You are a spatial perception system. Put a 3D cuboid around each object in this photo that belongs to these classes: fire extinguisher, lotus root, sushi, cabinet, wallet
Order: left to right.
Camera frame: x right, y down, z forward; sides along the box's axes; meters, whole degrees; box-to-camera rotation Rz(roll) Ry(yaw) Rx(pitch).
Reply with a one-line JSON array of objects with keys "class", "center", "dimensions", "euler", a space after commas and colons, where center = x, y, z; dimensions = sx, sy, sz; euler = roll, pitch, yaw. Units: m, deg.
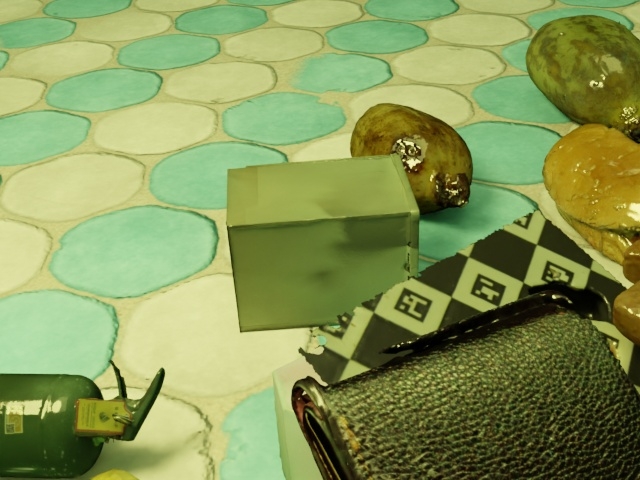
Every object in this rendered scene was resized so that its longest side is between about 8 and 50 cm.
[{"class": "fire extinguisher", "center": [-0.300, 0.163, 0.808], "dimensions": [0.311, 0.115, 0.095], "euler": [2, -14, 5]}, {"class": "cabinet", "center": [0.000, 0.000, 1.017], "dimensions": [0.206, 0.145, 0.150], "euler": [-4, 32, -2]}, {"class": "lotus root", "center": [0.130, -0.112, 1.210], "dimensions": [0.145, 0.129, 0.260], "euler": [-4, 31, -21]}, {"class": "wallet", "center": [0.130, 0.168, 0.554], "dimensions": [0.220, 0.071, 0.262], "euler": [-15, 63, -27]}, {"class": "sushi", "center": [0.159, 0.122, 0.677], "dimensions": [0.290, 0.050, 0.264], "euler": [-28, 62, -33]}, {"class": "lotus root", "center": [0.454, -0.271, 1.431], "dimensions": [0.173, 0.173, 0.309], "euler": [-11, 39, -13]}]

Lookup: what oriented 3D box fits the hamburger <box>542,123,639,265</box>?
[{"class": "hamburger", "center": [0.369, -0.058, 1.104], "dimensions": [0.130, 0.124, 0.262], "euler": [-12, 32, -14]}]

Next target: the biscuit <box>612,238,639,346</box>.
[{"class": "biscuit", "center": [0.364, 0.034, 0.734], "dimensions": [0.278, 0.043, 0.301], "euler": [6, 30, -3]}]

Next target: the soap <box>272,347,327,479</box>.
[{"class": "soap", "center": [0.140, 0.162, 0.768], "dimensions": [0.346, 0.115, 0.208], "euler": [-9, 32, -10]}]

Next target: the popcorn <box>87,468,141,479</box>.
[{"class": "popcorn", "center": [-0.076, 0.298, 0.398], "dimensions": [0.381, 0.349, 0.349], "euler": [41, 46, 15]}]
